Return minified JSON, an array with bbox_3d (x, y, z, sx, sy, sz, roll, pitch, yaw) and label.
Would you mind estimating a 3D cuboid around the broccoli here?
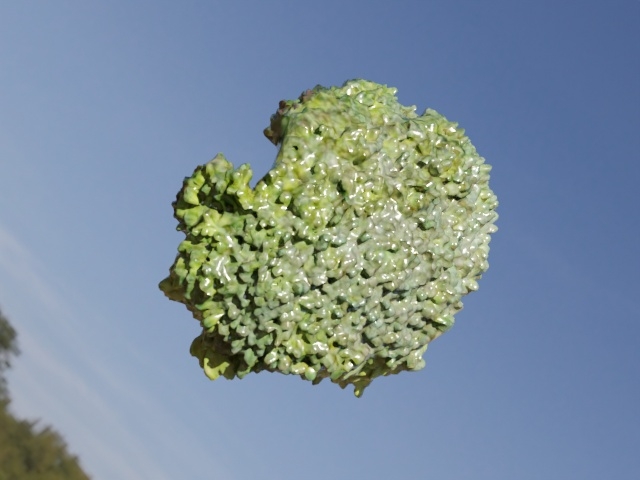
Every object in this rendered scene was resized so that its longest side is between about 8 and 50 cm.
[{"bbox_3d":[0.008,0.009,1.063,0.260,0.288,0.235,-54,-140,39],"label":"broccoli"}]
